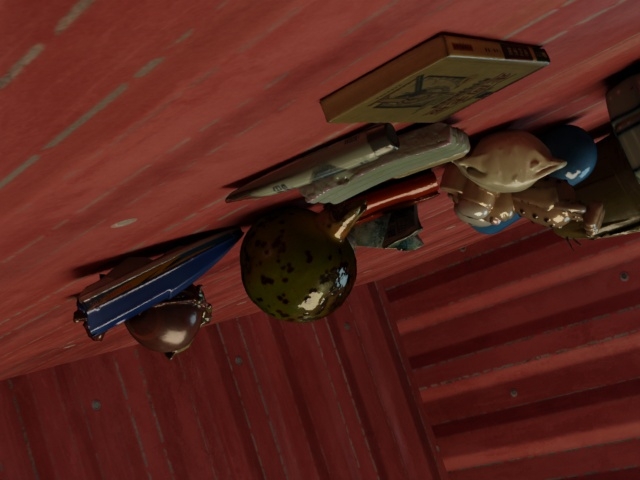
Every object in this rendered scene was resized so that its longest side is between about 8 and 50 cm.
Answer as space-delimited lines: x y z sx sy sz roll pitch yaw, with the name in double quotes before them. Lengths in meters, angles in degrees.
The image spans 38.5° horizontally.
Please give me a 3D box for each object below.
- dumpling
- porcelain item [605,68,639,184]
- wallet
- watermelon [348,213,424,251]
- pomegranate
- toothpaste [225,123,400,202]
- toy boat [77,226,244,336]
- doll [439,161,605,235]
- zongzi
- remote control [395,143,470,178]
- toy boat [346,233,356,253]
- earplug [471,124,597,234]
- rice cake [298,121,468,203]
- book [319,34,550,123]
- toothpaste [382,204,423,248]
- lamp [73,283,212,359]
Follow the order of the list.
"dumpling" 0.295 -0.127 1.450 0.169 0.100 0.134 -18 -174 10
"porcelain item" 0.571 -0.200 1.340 0.281 0.157 0.286 -23 171 20
"wallet" 0.110 -0.068 1.629 0.204 0.045 0.142 -19 175 3
"watermelon" 0.136 -0.020 2.026 0.180 0.081 0.094 0 -176 -17
"pomegranate" -0.022 0.016 1.501 0.246 0.198 0.198 -58 177 -7
"toothpaste" -0.013 -0.091 1.156 0.239 0.039 0.062 -19 -179 25
"toy boat" -0.254 0.050 1.486 0.295 0.088 0.129 -28 176 -16
"doll" 0.332 -0.070 1.531 0.278 0.119 0.154 16 177 31
"zongzi" 0.701 -0.119 1.901 0.466 0.218 0.500 2 158 -45
"remote control" 0.160 -0.125 1.357 0.122 0.032 0.074 -19 178 -1
"toy boat" 0.000 0.000 1.734 0.134 0.079 0.207 11 -171 14
"earplug" 0.378 -0.119 1.645 0.132 0.133 0.273 -13 168 -38
"rice cake" 0.087 -0.106 1.265 0.237 0.043 0.127 -22 173 24
"book" 0.126 -0.165 0.971 0.161 0.026 0.230 -24 172 37
"toothpaste" 0.154 -0.039 1.697 0.069 0.047 0.268 4 -163 5
"lamp" -0.321 0.128 1.721 0.215 0.151 0.223 -28 126 28
